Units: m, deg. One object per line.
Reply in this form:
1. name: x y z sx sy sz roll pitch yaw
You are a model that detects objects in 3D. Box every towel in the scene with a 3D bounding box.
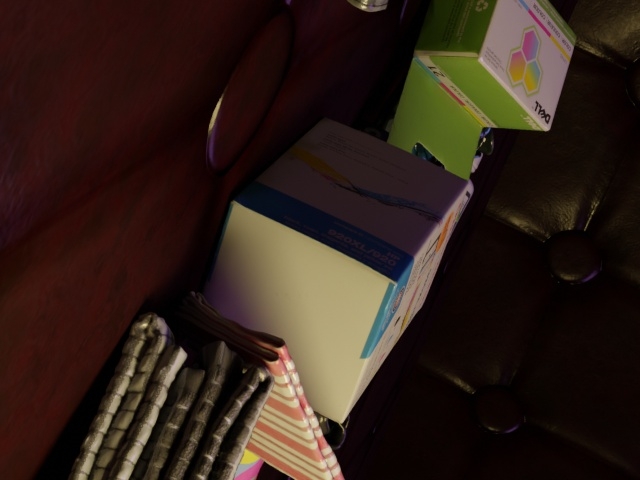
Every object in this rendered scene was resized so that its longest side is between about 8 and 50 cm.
1. towel: -0.134 0.232 1.139 0.235 0.121 0.283 96 12 -63
2. towel: -0.046 0.140 1.205 0.029 0.144 0.197 -40 129 -24

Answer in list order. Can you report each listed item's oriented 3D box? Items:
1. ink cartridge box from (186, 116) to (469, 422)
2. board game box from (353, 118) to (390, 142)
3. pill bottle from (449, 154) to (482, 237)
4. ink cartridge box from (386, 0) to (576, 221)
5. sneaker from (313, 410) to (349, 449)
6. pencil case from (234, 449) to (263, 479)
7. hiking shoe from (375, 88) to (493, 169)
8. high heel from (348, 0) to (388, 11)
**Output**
1. ink cartridge box: 0.013 0.020 1.310 0.232 0.168 0.171 -49 161 -56
2. board game box: 0.000 0.000 1.549 0.165 0.042 0.243 -49 162 -55
3. pill bottle: 0.159 -0.064 1.992 0.180 0.108 0.108 -62 169 -7
4. ink cartridge box: 0.187 -0.168 1.586 0.189 0.097 0.255 35 68 -49
5. sneaker: -0.028 0.230 1.739 0.109 0.130 0.286 -64 171 -10
6. pencil case: -0.103 0.218 1.415 0.104 0.104 0.236 -55 168 -38
7. hiking shoe: 0.147 -0.133 1.694 0.304 0.132 0.113 -57 168 -31
8. high heel: 0.130 -0.316 1.255 0.261 0.093 0.186 -35 157 -51
